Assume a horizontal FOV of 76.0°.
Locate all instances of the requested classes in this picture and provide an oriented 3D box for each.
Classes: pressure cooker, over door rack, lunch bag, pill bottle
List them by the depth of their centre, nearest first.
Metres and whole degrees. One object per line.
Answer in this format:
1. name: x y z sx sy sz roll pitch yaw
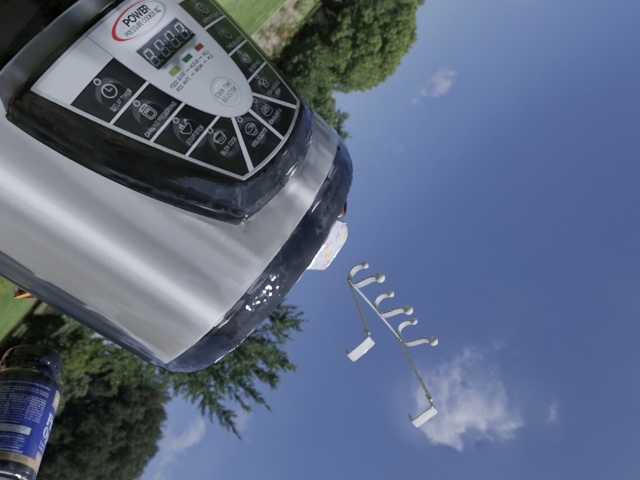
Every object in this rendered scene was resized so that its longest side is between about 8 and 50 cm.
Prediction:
1. pressure cooker: -0.222 -0.098 0.462 0.375 0.420 0.370 -47 -161 9
2. lunch bag: 0.000 0.000 0.622 0.083 0.053 0.071 -53 158 14
3. pill bottle: -0.508 0.290 0.674 0.122 0.122 0.219 -41 -142 22
4. over door rack: 0.166 0.203 0.918 0.108 0.239 0.324 -36 -162 18

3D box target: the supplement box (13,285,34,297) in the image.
1. supplement box: -0.605 0.084 0.976 0.080 0.188 0.104 -15 -106 25

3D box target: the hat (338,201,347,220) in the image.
1. hat: -0.011 -0.111 0.982 0.133 0.332 0.331 -14 -152 7
